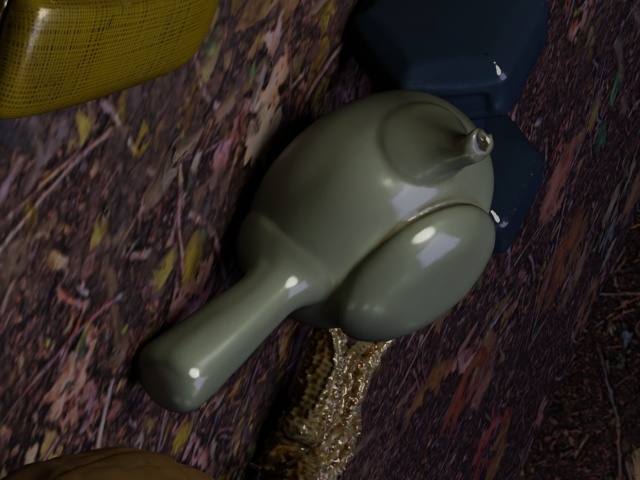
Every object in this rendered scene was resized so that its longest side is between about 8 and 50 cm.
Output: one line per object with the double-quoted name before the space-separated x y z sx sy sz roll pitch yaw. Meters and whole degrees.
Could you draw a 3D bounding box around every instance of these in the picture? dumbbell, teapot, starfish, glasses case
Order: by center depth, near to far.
"glasses case" -0.115 -0.116 1.033 0.234 0.064 0.079 -32 142 -65
"teapot" 0.002 0.020 1.473 0.318 0.149 0.220 -37 153 -6
"dumbbell" 0.111 -0.111 1.665 0.160 0.144 0.325 -59 163 -22
"starfish" -0.007 0.161 1.739 0.301 0.084 0.293 82 28 -67

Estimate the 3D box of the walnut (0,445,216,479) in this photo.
"walnut" -0.125 0.270 1.111 0.313 0.277 0.252 -34 157 -46
